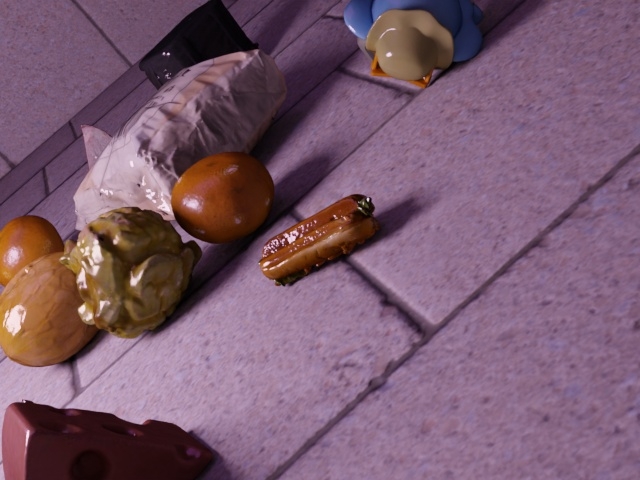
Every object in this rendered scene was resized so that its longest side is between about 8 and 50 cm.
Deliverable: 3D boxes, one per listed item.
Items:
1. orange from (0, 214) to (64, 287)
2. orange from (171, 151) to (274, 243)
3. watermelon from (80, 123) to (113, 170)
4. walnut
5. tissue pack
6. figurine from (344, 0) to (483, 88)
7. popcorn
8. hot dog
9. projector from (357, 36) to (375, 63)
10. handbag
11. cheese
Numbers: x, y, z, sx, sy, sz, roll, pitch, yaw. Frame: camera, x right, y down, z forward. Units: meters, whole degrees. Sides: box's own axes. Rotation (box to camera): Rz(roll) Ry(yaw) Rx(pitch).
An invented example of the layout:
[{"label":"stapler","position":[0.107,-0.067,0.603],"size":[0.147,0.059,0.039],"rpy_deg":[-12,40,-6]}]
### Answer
[{"label":"orange","position":[-0.581,0.028,1.961],"size":[0.159,0.136,0.159],"rpy_deg":[-44,29,33]},{"label":"orange","position":[-0.142,-0.061,1.458],"size":[0.156,0.124,0.156],"rpy_deg":[-15,30,9]},{"label":"watermelon","position":[-0.420,-0.141,2.019],"size":[0.136,0.202,0.207],"rpy_deg":[-7,11,-28]},{"label":"walnut","position":[-0.423,0.106,1.554],"size":[0.159,0.159,0.206],"rpy_deg":[-2,49,56]},{"label":"tissue pack","position":[-0.261,-0.175,1.765],"size":[0.390,0.195,0.376],"rpy_deg":[-51,21,-25]},{"label":"figurine","position":[0.158,-0.351,1.453],"size":[0.262,0.180,0.154],"rpy_deg":[-59,21,-20]},{"label":"popcorn","position":[-0.281,0.042,1.421],"size":[0.187,0.185,0.167],"rpy_deg":[-42,3,19]},{"label":"hot dog","position":[0.000,0.000,1.214],"size":[0.188,0.055,0.072],"rpy_deg":[-27,29,29]},{"label":"projector","position":[0.120,-0.321,1.575],"size":[0.083,0.083,0.082],"rpy_deg":[-46,23,-11]},{"label":"handbag","position":[-0.270,-0.398,2.197],"size":[0.181,0.181,0.254],"rpy_deg":[-17,30,45]},{"label":"cheese","position":[-0.244,0.277,1.029],"size":[0.128,0.203,0.176],"rpy_deg":[14,88,58]}]
